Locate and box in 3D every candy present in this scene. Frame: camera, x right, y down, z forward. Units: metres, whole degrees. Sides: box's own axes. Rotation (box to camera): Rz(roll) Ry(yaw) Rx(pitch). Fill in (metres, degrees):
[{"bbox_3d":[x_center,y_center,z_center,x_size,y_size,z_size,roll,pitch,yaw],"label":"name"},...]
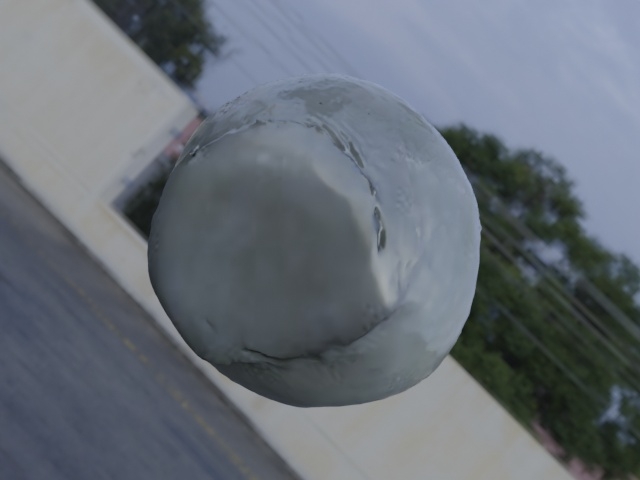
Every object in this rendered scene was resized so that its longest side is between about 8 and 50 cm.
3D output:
[{"bbox_3d":[0.000,0.000,1.134,0.295,0.295,0.185,45,11,25],"label":"candy"}]
